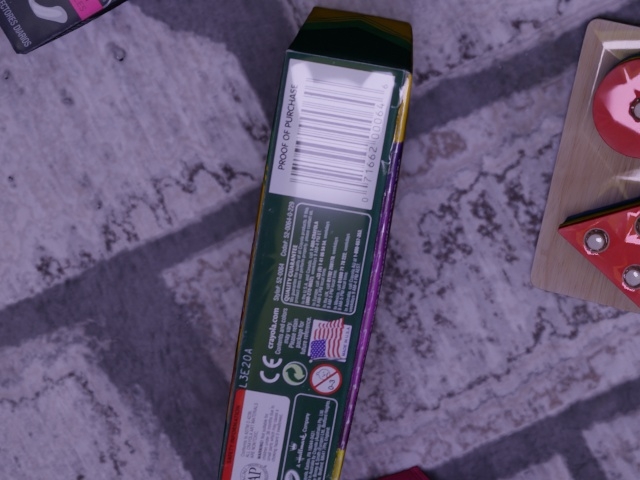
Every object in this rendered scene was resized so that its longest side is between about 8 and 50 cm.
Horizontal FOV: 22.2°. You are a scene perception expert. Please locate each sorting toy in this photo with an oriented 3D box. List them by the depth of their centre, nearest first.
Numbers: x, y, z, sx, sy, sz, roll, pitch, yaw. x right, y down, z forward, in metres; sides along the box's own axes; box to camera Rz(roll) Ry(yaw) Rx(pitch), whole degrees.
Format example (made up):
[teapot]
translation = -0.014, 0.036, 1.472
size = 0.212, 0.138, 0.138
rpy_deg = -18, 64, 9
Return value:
[sorting toy]
translation = 0.332, -0.045, 1.445
size = 0.255, 0.089, 0.257
rpy_deg = 14, 105, 13

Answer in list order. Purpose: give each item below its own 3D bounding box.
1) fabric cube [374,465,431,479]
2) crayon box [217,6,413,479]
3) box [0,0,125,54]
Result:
[fabric cube]
translation = 0.029, 0.390, 1.484
size = 0.258, 0.259, 0.254
rpy_deg = -14, 101, -11
[crayon box]
translation = 0.000, 0.000, 1.396
size = 0.106, 0.313, 0.363
rpy_deg = 10, 104, 0
[box]
translation = -0.178, -0.302, 1.428
size = 0.270, 0.143, 0.165
rpy_deg = -29, 100, 11
